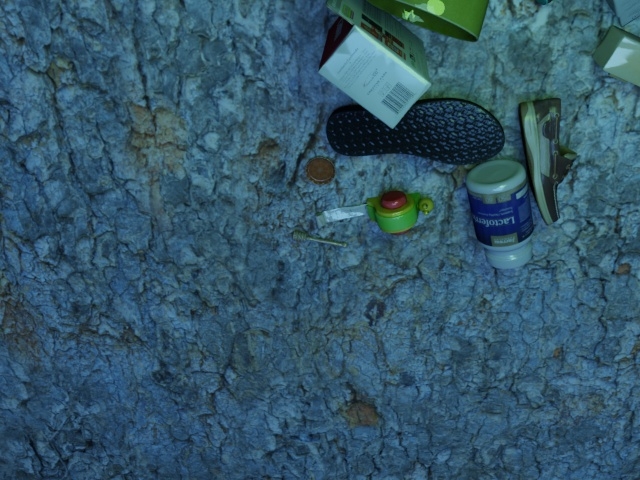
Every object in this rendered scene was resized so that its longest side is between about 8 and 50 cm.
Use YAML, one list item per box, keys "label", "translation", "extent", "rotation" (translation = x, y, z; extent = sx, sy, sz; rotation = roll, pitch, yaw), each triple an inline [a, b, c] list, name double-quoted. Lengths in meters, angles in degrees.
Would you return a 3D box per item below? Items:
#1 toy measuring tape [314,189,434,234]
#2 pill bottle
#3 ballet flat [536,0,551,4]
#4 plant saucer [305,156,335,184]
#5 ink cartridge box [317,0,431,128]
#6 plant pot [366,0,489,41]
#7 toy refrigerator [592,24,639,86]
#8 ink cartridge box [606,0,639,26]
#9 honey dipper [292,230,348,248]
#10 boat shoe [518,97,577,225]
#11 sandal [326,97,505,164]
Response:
- label: "toy measuring tape"
  translation: [0.143, -0.063, 1.840]
  extent: [0.330, 0.121, 0.121]
  rotation: [-10, 121, 11]
- label: "pill bottle"
  translation: [0.477, -0.066, 1.785]
  extent: [0.153, 0.153, 0.265]
  rotation: [-12, 120, 12]
- label: "ballet flat"
  translation: [0.448, -0.609, 1.501]
  extent: [0.203, 0.074, 0.074]
  rotation: [38, 118, -11]
- label: "plant saucer"
  translation: [0.000, -0.188, 1.831]
  extent: [0.083, 0.013, 0.083]
  rotation: [2, 122, 3]
- label: "ink cartridge box"
  translation: [0.094, -0.427, 1.497]
  extent: [0.272, 0.309, 0.130]
  rotation: [34, 119, -15]
- label: "plant pot"
  translation: [0.260, -0.606, 1.417]
  extent: [0.275, 0.275, 0.293]
  rotation: [20, 103, -8]
- label: "toy refrigerator"
  translation: [0.780, -0.394, 1.582]
  extent: [0.269, 0.102, 0.094]
  rotation: [21, 122, -9]
- label: "ink cartridge box"
  translation: [0.733, -0.606, 1.384]
  extent: [0.324, 0.330, 0.071]
  rotation: [-33, 74, 22]
- label: "honey dipper"
  translation: [0.000, 0.000, 1.942]
  extent: [0.160, 0.030, 0.030]
  rotation: [10, 123, -4]
- label: "boat shoe"
  translation: [0.586, -0.197, 1.716]
  extent: [0.123, 0.123, 0.342]
  rotation: [-12, 114, 14]
- label: "sandal"
  translation: [0.237, -0.291, 1.707]
  extent: [0.445, 0.107, 0.167]
  rotation: [6, 125, 16]
